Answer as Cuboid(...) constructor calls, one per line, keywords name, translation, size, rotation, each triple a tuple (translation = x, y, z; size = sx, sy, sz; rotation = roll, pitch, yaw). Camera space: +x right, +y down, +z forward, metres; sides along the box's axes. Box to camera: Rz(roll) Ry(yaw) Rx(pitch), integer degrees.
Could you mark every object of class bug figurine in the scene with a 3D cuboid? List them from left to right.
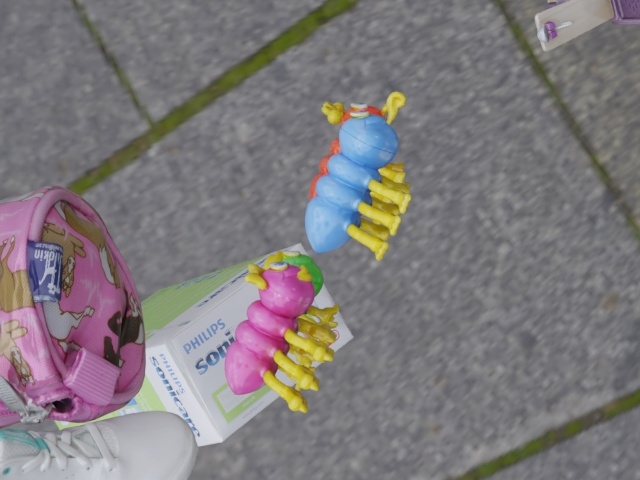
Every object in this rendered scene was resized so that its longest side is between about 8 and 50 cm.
Cuboid(name="bug figurine", translation=(0.000, 0.000, 1.168), size=(0.072, 0.279, 0.216), rotation=(25, 95, -2))

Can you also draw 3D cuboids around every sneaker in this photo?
Cuboid(name="sneaker", translation=(-0.179, 0.146, 1.137), size=(0.094, 0.212, 0.080), rotation=(86, 157, -43))

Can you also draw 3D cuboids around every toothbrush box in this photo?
Cuboid(name="toothbrush box", translation=(-0.139, 0.125, 1.892), size=(0.283, 0.206, 0.122), rotation=(-20, 103, 51))

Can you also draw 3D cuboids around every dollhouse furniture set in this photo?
Cuboid(name="dollhouse furniture set", translation=(0.155, -0.186, 1.209), size=(0.091, 0.081, 0.114), rotation=(11, 122, 57))

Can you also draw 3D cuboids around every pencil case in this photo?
Cuboid(name="pencil case", translation=(-0.319, 0.083, 1.238), size=(0.386, 0.167, 0.160), rotation=(-15, 96, 15))
